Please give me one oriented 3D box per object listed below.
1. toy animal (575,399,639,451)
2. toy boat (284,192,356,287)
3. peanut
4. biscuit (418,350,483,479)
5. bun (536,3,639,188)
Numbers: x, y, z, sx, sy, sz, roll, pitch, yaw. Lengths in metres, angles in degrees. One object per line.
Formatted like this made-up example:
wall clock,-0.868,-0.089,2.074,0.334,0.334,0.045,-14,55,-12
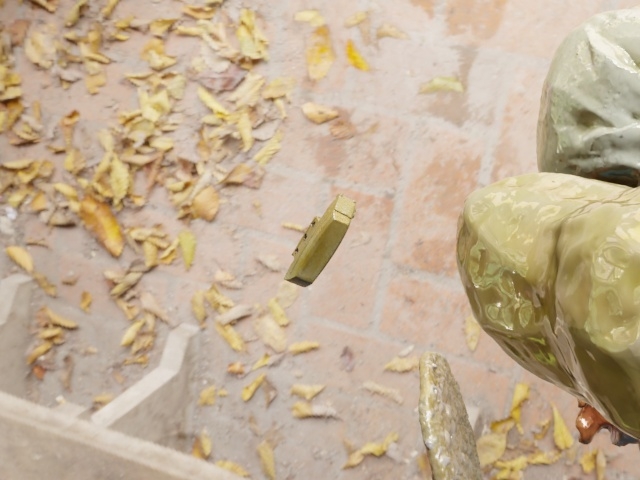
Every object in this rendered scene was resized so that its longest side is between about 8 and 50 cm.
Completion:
toy animal,0.524,0.232,1.246,0.281,0.169,0.195,1,120,26
toy boat,0.000,0.000,1.581,0.057,0.077,0.200,25,111,-20
peanut,0.200,0.043,0.501,0.174,0.340,0.158,6,93,-15
biscuit,0.080,0.123,0.512,0.015,0.120,0.120,-15,98,16
bun,0.467,-0.137,1.103,0.365,0.219,0.365,-1,112,-3
